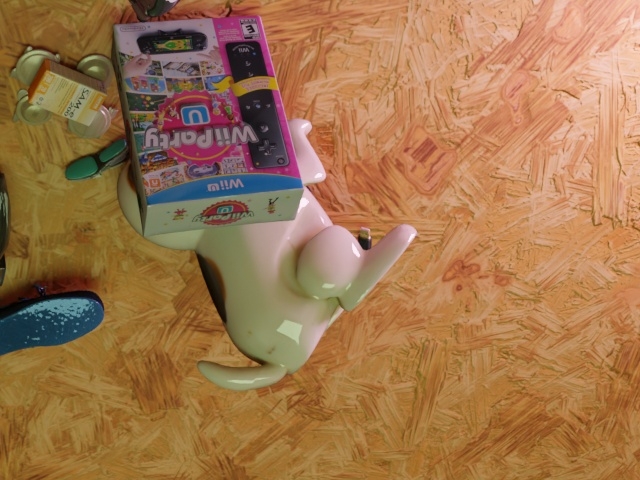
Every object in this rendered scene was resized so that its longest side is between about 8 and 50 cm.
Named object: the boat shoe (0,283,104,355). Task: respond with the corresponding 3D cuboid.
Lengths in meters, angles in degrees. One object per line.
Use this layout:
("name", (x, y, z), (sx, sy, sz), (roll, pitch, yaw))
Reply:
("boat shoe", (-0.487, 0.123, 2.073), (0.258, 0.089, 0.109), (-11, 118, -3))

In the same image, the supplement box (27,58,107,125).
("supplement box", (-0.370, -0.216, 1.835), (0.098, 0.036, 0.062), (20, 120, -29))

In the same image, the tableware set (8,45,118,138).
("tableware set", (-0.381, -0.220, 1.867), (0.168, 0.020, 0.141), (6, 125, -21))

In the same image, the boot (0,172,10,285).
("boot", (-0.540, -0.012, 1.944), (0.106, 0.082, 0.219), (0, 130, -21))

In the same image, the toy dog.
("toy dog", (-0.127, -0.008, 1.930), (0.408, 0.284, 0.395), (42, 80, 0))

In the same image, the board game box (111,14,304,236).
("board game box", (-0.165, -0.168, 1.782), (0.224, 0.303, 0.097), (-7, 155, -15))

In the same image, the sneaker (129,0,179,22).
("sneaker", (-0.286, -0.366, 1.724), (0.281, 0.106, 0.163), (-9, 133, -12))

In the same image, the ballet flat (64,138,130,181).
("ballet flat", (-0.342, -0.118, 1.952), (0.114, 0.041, 0.041), (-28, 131, 6))

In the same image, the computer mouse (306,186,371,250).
("computer mouse", (0.000, 0.000, 2.146), (0.184, 0.060, 0.262), (-14, 131, -6))
